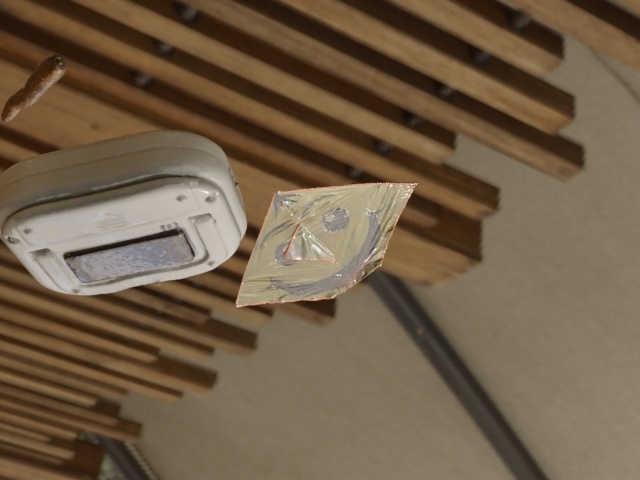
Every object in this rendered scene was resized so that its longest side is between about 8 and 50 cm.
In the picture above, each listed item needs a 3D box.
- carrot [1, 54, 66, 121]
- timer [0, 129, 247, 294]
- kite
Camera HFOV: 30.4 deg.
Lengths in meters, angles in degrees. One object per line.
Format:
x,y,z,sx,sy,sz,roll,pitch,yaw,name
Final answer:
-0.410,-0.213,1.675,0.165,0.036,0.035,-35,-141,39,carrot
-0.215,-0.023,1.297,0.237,0.262,0.087,73,5,-61,timer
-0.001,-0.002,1.996,0.378,0.327,0.013,-36,-130,7,kite
